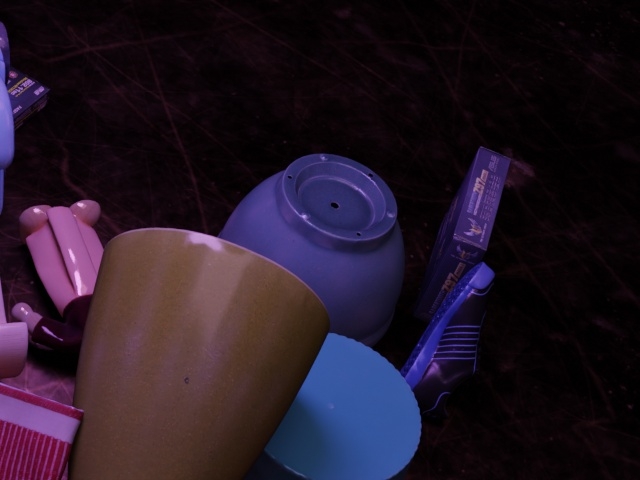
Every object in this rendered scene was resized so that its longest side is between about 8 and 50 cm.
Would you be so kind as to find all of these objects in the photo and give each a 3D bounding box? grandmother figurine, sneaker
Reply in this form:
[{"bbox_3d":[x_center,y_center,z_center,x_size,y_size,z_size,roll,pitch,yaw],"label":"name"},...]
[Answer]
[{"bbox_3d":[-0.310,0.091,1.859,0.208,0.104,0.342,-15,52,-24],"label":"grandmother figurine"},{"bbox_3d":[0.198,0.146,1.978,0.090,0.081,0.232,34,85,-5],"label":"sneaker"}]

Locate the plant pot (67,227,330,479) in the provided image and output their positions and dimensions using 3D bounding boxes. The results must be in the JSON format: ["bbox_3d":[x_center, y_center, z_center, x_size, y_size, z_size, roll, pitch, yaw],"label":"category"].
[{"bbox_3d":[-0.160,0.183,1.520,0.275,0.275,0.293,20,62,-4],"label":"plant pot"}]

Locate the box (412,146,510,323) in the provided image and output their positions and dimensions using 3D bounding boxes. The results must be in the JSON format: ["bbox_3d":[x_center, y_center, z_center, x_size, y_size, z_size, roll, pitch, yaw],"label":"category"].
[{"bbox_3d":[0.218,-0.006,2.125,0.059,0.183,0.233,23,43,-1],"label":"box"}]

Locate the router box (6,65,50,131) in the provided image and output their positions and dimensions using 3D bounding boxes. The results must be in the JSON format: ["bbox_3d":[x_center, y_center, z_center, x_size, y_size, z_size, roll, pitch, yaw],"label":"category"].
[{"bbox_3d":[-0.490,-0.215,2.129,0.092,0.038,0.122,30,43,6],"label":"router box"}]

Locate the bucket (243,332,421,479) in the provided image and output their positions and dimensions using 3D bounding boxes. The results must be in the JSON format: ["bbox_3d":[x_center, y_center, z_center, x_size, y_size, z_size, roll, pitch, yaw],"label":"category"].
[{"bbox_3d":[-0.013,0.260,1.753,0.281,0.183,0.281,12,43,-12],"label":"bucket"}]

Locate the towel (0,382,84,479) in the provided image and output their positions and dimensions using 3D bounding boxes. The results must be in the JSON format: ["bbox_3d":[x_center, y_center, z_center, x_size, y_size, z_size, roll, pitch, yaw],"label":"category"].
[{"bbox_3d":[-0.402,0.302,1.447,0.237,0.037,0.329,14,78,23],"label":"towel"}]

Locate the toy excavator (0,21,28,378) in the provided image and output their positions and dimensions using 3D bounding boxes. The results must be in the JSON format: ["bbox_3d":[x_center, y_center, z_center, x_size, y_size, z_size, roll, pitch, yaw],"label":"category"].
[{"bbox_3d":[-0.488,-0.074,1.803,0.222,0.433,0.445,-3,15,-26],"label":"toy excavator"}]

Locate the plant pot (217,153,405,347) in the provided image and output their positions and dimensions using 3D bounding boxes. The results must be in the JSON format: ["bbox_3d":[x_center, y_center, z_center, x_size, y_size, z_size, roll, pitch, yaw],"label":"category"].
[{"bbox_3d":[0.000,0.000,2.013,0.293,0.196,0.293,12,44,-12],"label":"plant pot"}]
